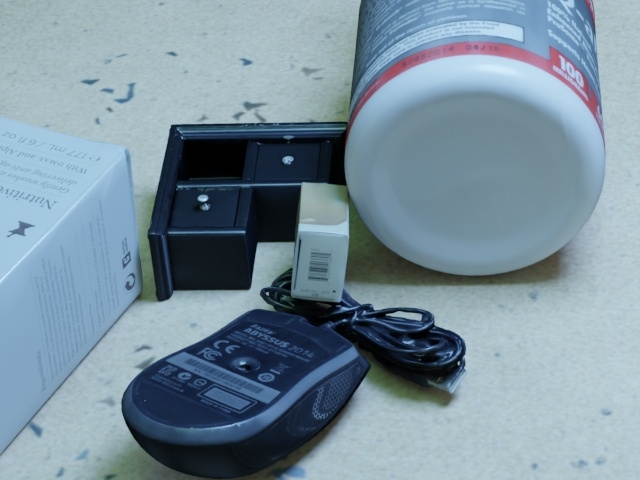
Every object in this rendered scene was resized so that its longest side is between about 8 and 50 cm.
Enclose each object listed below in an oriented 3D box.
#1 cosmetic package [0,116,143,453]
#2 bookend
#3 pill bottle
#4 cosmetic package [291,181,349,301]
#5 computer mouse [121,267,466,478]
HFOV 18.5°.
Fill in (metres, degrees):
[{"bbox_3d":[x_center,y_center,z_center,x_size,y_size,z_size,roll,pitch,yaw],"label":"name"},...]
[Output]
[{"bbox_3d":[-0.324,0.067,1.495,0.217,0.156,0.385,15,41,21],"label":"cosmetic package"},{"bbox_3d":[-0.056,-0.026,1.654,0.156,0.072,0.157,0,38,6],"label":"bookend"},{"bbox_3d":[0.133,-0.156,1.688,0.210,0.210,0.363,-1,38,5],"label":"pill bottle"},{"bbox_3d":[0.000,0.000,1.568,0.041,0.060,0.115,6,19,-2],"label":"cosmetic package"},{"bbox_3d":[-0.035,0.116,1.479,0.188,0.072,0.272,24,34,35],"label":"computer mouse"}]
